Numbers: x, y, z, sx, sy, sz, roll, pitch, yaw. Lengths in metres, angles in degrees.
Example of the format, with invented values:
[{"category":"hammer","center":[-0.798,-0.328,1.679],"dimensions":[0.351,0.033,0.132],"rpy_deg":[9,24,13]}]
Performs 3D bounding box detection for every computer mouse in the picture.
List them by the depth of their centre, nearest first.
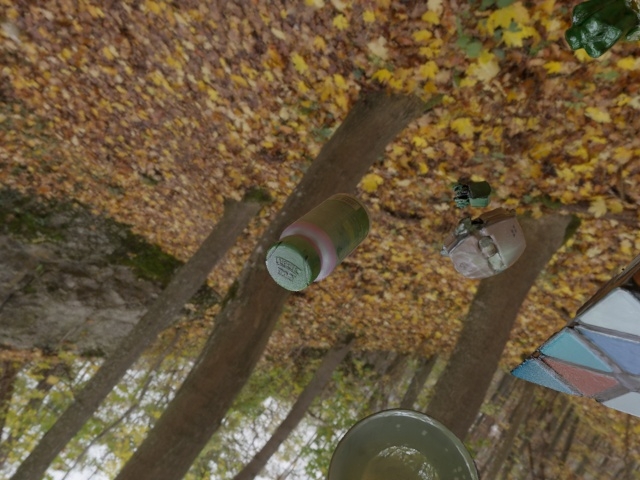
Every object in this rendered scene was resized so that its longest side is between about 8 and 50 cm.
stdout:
[{"category":"computer mouse","center":[0.380,0.015,1.104],"dimensions":[0.115,0.199,0.389],"rpy_deg":[60,-164,20]}]

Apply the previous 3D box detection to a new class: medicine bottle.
[{"category":"medicine bottle","center":[0.000,0.000,1.040],"dimensions":[0.133,0.274,0.133],"rpy_deg":[13,119,26]}]

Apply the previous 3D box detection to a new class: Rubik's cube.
[{"category":"Rubik's cube","center":[0.311,0.094,0.425],"dimensions":[0.234,0.284,0.250],"rpy_deg":[31,-160,-46]}]

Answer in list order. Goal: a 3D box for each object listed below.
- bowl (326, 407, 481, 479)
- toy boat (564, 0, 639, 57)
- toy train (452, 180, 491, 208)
[{"category":"bowl","center":[0.170,0.534,1.032],"dimensions":[0.313,0.313,0.146],"rpy_deg":[35,154,22]},{"category":"toy boat","center":[0.231,-0.192,0.290],"dimensions":[0.088,0.229,0.089],"rpy_deg":[26,161,23]},{"category":"toy train","center":[0.291,-0.087,0.930],"dimensions":[0.071,0.038,0.148],"rpy_deg":[-3,177,19]}]
